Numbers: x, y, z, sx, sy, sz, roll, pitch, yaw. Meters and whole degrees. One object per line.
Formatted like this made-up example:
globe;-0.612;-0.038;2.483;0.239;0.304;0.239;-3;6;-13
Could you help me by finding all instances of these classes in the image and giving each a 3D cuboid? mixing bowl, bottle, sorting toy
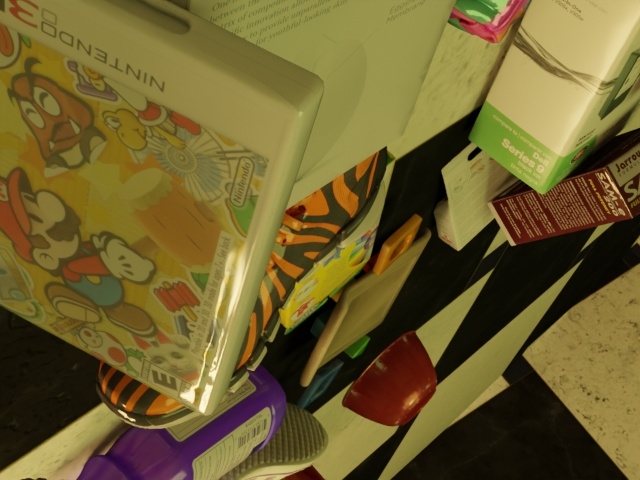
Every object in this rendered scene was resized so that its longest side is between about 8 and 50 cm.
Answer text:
mixing bowl;0.135;0.254;1.788;0.181;0.098;0.181;-42;162;-17
bottle;-0.160;0.229;1.081;0.283;0.092;0.118;-31;155;-40
sorting toy;0.047;0.075;1.307;0.196;0.047;0.347;-36;160;-42

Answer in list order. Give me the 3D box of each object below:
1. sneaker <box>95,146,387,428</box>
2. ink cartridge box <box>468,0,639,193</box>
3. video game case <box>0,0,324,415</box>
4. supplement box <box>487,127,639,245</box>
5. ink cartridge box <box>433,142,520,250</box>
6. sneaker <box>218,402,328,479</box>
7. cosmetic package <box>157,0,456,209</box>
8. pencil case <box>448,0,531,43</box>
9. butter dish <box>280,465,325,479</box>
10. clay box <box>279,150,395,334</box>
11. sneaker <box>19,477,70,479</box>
sneaker;-0.062;-0.013;0.794;0.321;0.125;0.180;-51;161;-26
ink cartridge box;0.310;-0.221;1.153;0.211;0.121;0.289;-35;158;-34
video game case;-0.118;-0.030;0.466;0.026;0.206;0.227;-58;172;-40
supplement box;0.332;-0.068;1.294;0.130;0.073;0.239;-34;-174;-25
ink cartridge box;0.205;-0.088;1.358;0.145;0.045;0.179;-42;143;-15
sneaker;-0.122;0.301;1.326;0.282;0.102;0.161;-9;143;-46
cosmetic package;-0.041;-0.127;0.536;0.224;0.138;0.224;-34;159;-36
pencil case;0.169;-0.264;0.790;0.236;0.104;0.104;-51;161;15
butter dish;-0.062;0.447;1.720;0.160;0.160;0.118;-46;138;-3
clay box;0.000;0.000;1.029;0.127;0.053;0.222;-39;161;-25
sneaker;-0.242;0.293;0.602;0.410;0.182;0.158;-28;157;-55
